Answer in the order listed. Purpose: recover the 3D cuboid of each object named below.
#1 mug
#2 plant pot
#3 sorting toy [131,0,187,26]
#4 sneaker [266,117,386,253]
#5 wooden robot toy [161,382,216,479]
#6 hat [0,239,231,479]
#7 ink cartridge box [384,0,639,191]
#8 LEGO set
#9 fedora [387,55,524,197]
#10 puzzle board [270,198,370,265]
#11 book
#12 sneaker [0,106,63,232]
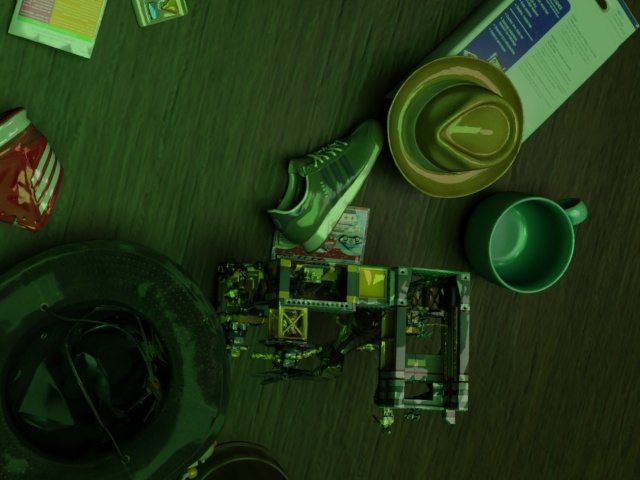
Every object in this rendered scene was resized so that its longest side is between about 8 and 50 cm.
[{"bbox_3d":[0.269,0.000,1.539,0.157,0.097,0.129,4,97,-23],"label":"mug"},{"bbox_3d":[-0.085,0.354,1.421,0.167,0.165,0.167,-4,101,-22],"label":"plant pot"},{"bbox_3d":[-0.194,-0.298,1.347,0.062,0.012,0.083,-19,106,-18],"label":"sorting toy"},{"bbox_3d":[0.003,-0.085,1.430,0.086,0.064,0.192,34,80,-22],"label":"sneaker"},{"bbox_3d":[-0.170,0.249,1.422,0.079,0.076,0.173,-10,89,-35],"label":"wooden robot toy"},{"bbox_3d":[-0.271,0.158,1.320,0.331,0.134,0.331,0,88,-11],"label":"hat"},{"bbox_3d":[0.255,-0.235,1.511,0.332,0.065,0.165,-43,111,-9],"label":"ink cartridge box"},{"bbox_3d":[0.027,0.134,1.381,0.331,0.255,0.192,7,80,-30],"label":"LEGO set"},{"bbox_3d":[0.181,-0.138,1.423,0.194,0.079,0.194,-4,101,-20],"label":"fedora"},{"bbox_3d":[0.000,0.000,1.477,0.128,0.011,0.096,5,97,-23],"label":"puzzle board"},{"bbox_3d":[-0.288,-0.289,1.301,0.096,0.035,0.144,17,92,-20],"label":"book"},{"bbox_3d":[-0.374,-0.033,1.249,0.221,0.087,0.128,-40,110,-10],"label":"sneaker"}]
